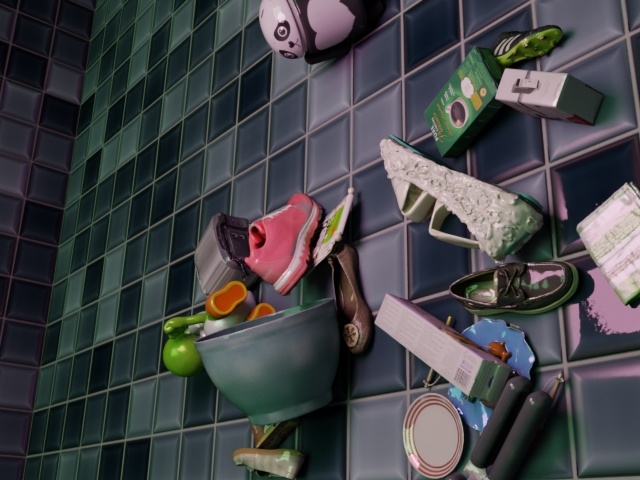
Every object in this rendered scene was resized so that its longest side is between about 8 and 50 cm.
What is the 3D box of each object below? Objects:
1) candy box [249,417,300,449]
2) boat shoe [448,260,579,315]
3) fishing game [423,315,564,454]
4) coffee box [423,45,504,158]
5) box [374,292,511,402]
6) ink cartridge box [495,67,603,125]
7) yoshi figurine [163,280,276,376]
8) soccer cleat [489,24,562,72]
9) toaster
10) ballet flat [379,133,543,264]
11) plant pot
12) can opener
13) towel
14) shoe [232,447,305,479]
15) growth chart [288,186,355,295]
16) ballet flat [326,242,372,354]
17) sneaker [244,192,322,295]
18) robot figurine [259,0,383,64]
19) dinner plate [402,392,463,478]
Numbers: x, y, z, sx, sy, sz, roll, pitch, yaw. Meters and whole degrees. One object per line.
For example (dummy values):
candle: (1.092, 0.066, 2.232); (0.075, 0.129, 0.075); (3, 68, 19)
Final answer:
candy box: (-0.115, 0.352, 1.704); (0.109, 0.053, 0.187); (-50, 40, 28)
boat shoe: (0.301, 0.076, 1.239); (0.223, 0.073, 0.080); (-17, 63, 50)
fishing game: (0.269, 0.217, 1.255); (0.264, 0.041, 0.189); (32, 105, 53)
coffee box: (0.264, -0.248, 1.410); (0.184, 0.040, 0.113); (-54, 45, 46)
box: (0.196, 0.174, 1.306); (0.324, 0.063, 0.067); (31, 101, 63)
ink cartridge box: (0.369, -0.233, 1.256); (0.135, 0.099, 0.056); (25, 97, 55)
yoshi figurine: (-0.262, 0.236, 1.828); (0.362, 0.203, 0.204); (-37, 59, 54)
soccer cleat: (0.347, -0.347, 1.368); (0.179, 0.060, 0.072); (-22, 57, 51)
toaster: (-0.227, 0.053, 1.919); (0.146, 0.129, 0.227); (-53, 42, 32)
ballet flat: (0.210, -0.077, 1.359); (0.409, 0.147, 0.147); (38, 106, 53)
plant pot: (-0.084, 0.250, 1.545); (0.293, 0.293, 0.196); (-19, 87, 49)
can opener: (0.250, 0.337, 1.167); (0.076, 0.095, 0.283); (39, 120, 39)
towel: (0.448, 0.005, 1.123); (0.113, 0.023, 0.152); (-49, 44, 33)
shoe: (-0.118, 0.473, 1.636); (0.219, 0.076, 0.058); (-17, 57, 47)
growth chart: (0.000, 0.000, 1.678); (0.237, 0.021, 0.172); (-47, 20, 39)
ballet flat: (0.053, 0.112, 1.572); (0.084, 0.058, 0.250); (-35, 49, 39)
sneaker: (-0.086, -0.024, 1.693); (0.116, 0.136, 0.314); (-49, 19, 33)
robot figurine: (-0.001, -0.520, 1.752); (0.173, 0.278, 0.209); (-138, 26, -82)
dinner plate: (0.194, 0.332, 1.319); (0.141, 0.017, 0.141); (-18, 67, 51)
